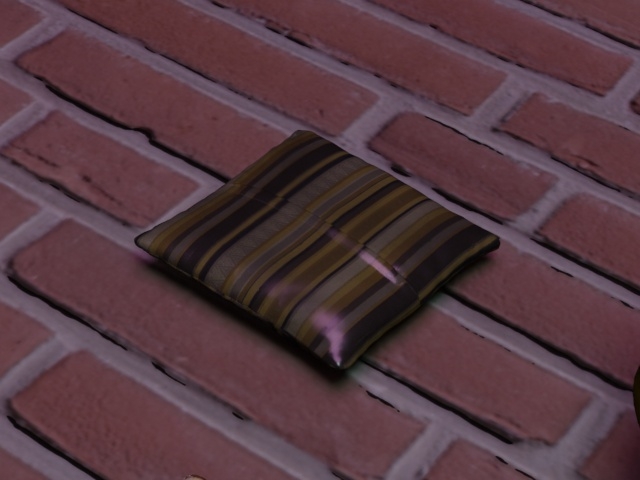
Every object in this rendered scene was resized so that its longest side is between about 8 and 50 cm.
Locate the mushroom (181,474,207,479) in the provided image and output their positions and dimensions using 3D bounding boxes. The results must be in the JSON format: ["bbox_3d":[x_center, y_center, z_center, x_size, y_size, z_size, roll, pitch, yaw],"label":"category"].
[{"bbox_3d":[-0.098,0.194,1.056,0.049,0.019,0.101,17,41,13],"label":"mushroom"}]

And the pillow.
[{"bbox_3d":[0.000,0.000,1.253,0.212,0.052,0.208,31,45,26],"label":"pillow"}]

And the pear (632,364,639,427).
[{"bbox_3d":[0.369,0.117,1.005,0.375,0.287,0.287,31,46,1],"label":"pear"}]
